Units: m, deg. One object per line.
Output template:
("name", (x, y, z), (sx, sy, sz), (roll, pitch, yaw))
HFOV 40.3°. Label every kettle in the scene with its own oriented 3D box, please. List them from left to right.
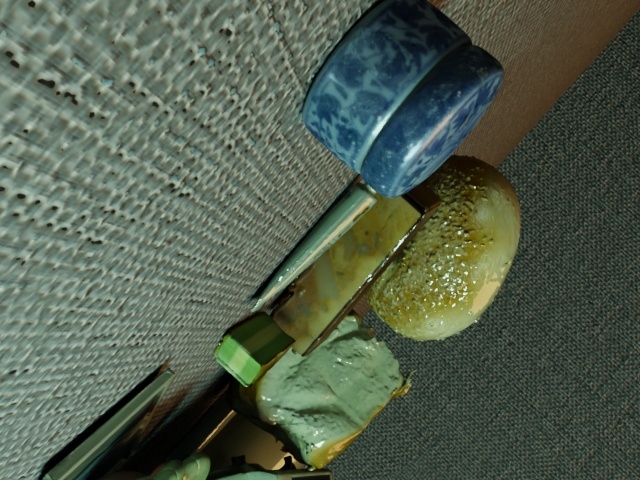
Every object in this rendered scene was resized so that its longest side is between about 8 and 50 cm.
("kettle", (-0.124, 0.394, 1.712), (0.318, 0.205, 0.265), (-44, 173, -8))

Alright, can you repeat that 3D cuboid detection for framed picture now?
("framed picture", (-0.269, 0.262, 1.027), (0.189, 0.023, 0.260), (-42, 170, -42))

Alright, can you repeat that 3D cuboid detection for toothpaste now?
("toothpaste", (0.000, 0.000, 1.132), (0.255, 0.037, 0.067), (-46, 177, 10))

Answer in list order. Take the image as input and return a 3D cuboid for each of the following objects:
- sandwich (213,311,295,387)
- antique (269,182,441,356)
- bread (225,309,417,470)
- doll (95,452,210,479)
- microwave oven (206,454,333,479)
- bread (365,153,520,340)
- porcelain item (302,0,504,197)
("sandwich", (-0.079, 0.136, 1.213), (0.116, 0.074, 0.074), (-42, 169, -39))
("antique", (0.042, 0.033, 1.283), (0.310, 0.093, 0.087), (-52, 170, 24))
("bread", (-0.020, 0.242, 1.477), (0.250, 0.225, 0.279), (-38, 179, -24))
("doll", (-0.217, 0.383, 1.049), (0.268, 0.216, 0.284), (-55, 173, -5))
("microwave oven", (-0.143, 0.483, 1.379), (0.333, 0.247, 0.394), (-15, 163, 9))
("bread", (0.174, 0.005, 1.369), (0.305, 0.159, 0.305), (-34, -136, 41))
("porcelain item", (0.071, -0.116, 0.722), (0.147, 0.114, 0.147), (-47, 170, -11))
